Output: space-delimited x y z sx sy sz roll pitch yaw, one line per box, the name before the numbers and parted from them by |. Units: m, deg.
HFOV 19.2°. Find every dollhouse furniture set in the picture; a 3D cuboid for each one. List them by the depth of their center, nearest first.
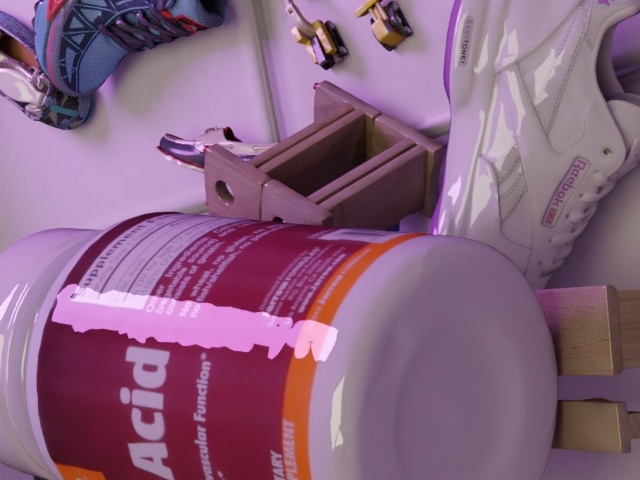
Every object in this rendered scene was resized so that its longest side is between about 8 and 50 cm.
dollhouse furniture set | 0.226 0.100 1.272 0.123 0.151 0.144 172 95 -64
dollhouse furniture set | 0.000 0.000 1.455 0.129 0.129 0.183 33 139 33

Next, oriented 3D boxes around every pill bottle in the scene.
pill bottle | -0.057 0.095 1.289 0.392 0.224 0.224 5 93 42

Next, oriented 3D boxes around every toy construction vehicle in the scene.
toy construction vehicle | 0.014 -0.179 1.473 0.086 0.035 0.098 -36 70 32

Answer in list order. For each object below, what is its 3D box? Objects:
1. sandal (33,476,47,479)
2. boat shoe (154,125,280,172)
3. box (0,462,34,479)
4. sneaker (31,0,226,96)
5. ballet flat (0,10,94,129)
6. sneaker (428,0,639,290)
sandal | -0.051 0.268 1.501 0.446 0.107 0.167 35 110 18
boat shoe | -0.075 -0.071 1.536 0.137 0.049 0.043 17 97 34
box | -0.342 0.208 1.694 0.137 0.126 0.072 -14 81 37
sneaker | -0.139 -0.205 1.550 0.125 0.104 0.262 50 118 24
ballet flat | -0.279 -0.159 1.682 0.188 0.070 0.070 31 109 33
sneaker | 0.156 -0.038 1.317 0.152 0.114 0.305 7 105 16
